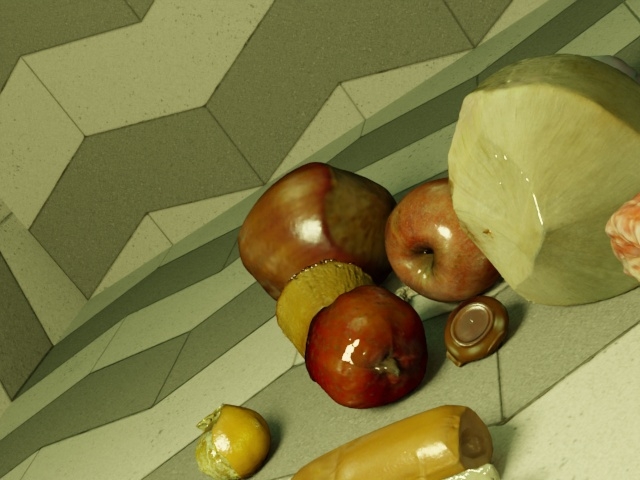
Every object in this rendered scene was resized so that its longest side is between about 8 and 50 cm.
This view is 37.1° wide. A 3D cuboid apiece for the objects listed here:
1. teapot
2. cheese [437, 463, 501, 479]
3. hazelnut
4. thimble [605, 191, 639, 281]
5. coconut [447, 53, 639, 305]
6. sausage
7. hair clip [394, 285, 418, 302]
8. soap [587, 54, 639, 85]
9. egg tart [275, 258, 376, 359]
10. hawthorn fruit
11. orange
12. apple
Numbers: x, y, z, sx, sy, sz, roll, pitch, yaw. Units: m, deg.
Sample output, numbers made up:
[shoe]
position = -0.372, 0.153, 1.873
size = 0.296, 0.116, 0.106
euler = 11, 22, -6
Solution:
[teapot]
position = 0.260, 0.154, 1.596
size = 0.098, 0.078, 0.129
euler = 38, 88, 33
[cheese]
position = 0.077, 0.389, 1.282
size = 0.400, 0.085, 0.034
euler = -26, -9, 31
[hazelnut]
position = 0.007, -0.004, 2.127
size = 0.365, 0.366, 0.366
euler = -34, 16, 11
[thimble]
position = 0.466, 0.018, 1.118
size = 0.162, 0.239, 0.239
euler = -42, 15, 1
[coconut]
position = 0.370, -0.096, 1.493
size = 0.345, 0.415, 0.415
euler = -52, 3, 38
[sausage]
position = 0.081, 0.337, 1.369
size = 0.354, 0.116, 0.134
euler = -29, 36, 34
[hair clip]
position = 0.119, 0.140, 2.003
size = 0.226, 0.034, 0.072
euler = -23, 21, 43
[soap]
position = 0.544, -0.227, 1.915
size = 0.261, 0.156, 0.446
euler = -33, 15, 15
[egg tart]
position = 0.028, 0.157, 1.877
size = 0.215, 0.215, 0.171
euler = -36, 29, 5
[hawthorn fruit]
position = 0.085, 0.186, 1.639
size = 0.215, 0.215, 0.249
euler = -39, 14, -6
[orange]
position = -0.168, 0.375, 1.776
size = 0.156, 0.134, 0.156
euler = -30, 4, 3
[apple]
position = 0.251, -0.011, 1.788
size = 0.253, 0.253, 0.253
euler = -34, 16, 11
